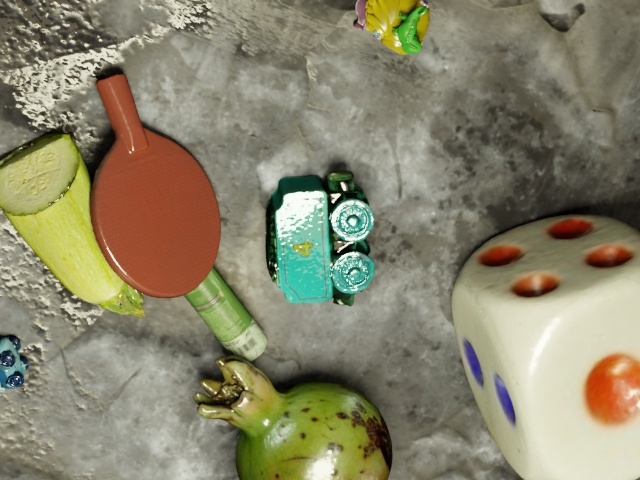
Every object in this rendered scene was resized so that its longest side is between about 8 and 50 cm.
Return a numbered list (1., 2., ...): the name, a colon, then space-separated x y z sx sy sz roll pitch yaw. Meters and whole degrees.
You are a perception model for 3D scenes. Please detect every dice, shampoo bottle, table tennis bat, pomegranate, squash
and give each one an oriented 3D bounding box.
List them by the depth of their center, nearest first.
1. table tennis bat: -0.232 -0.072 1.749 0.200 0.038 0.310 -24 97 -42
2. squash: -0.333 0.010 1.751 0.137 0.137 0.288 -25 114 -5
3. shampoo bottle: -0.156 0.085 1.852 0.065 0.065 0.204 -36 112 0
4. dice: 0.363 0.157 1.870 0.276 0.304 0.304 -20 111 -5
5. pomegranate: -0.047 0.291 1.870 0.306 0.242 0.242 31 99 3

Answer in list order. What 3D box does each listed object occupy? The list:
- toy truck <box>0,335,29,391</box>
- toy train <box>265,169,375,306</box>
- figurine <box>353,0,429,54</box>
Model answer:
1. toy truck: -0.460 0.176 1.814 0.090 0.056 0.073 -11 117 3
2. toy train: 0.000 0.000 1.842 0.154 0.107 0.198 -2 108 -5
3. figurine: 0.107 -0.313 1.733 0.094 0.156 0.115 14 106 -18
